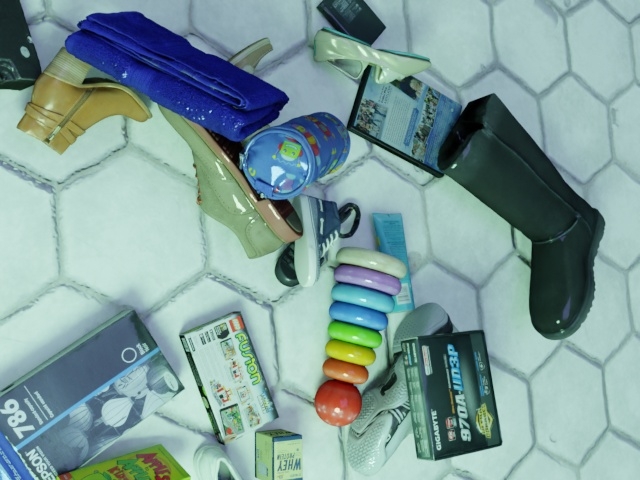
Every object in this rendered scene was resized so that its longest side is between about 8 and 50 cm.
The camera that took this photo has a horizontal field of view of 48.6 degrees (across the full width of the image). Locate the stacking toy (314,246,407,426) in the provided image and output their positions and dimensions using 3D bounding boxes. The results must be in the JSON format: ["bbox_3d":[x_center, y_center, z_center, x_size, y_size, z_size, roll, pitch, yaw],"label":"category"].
[{"bbox_3d":[0.059,0.184,1.337,0.141,0.141,0.330,20,80,-26],"label":"stacking toy"}]

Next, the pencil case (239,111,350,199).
[{"bbox_3d":[-0.035,-0.150,1.242,0.119,0.306,0.133,37,111,3],"label":"pencil case"}]

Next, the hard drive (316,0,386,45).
[{"bbox_3d":[0.066,-0.461,1.469,0.135,0.022,0.094,45,66,-17],"label":"hard drive"}]

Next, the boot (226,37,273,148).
[{"bbox_3d":[-0.130,-0.254,1.305,0.213,0.077,0.165,-47,106,-18],"label":"boot"}]

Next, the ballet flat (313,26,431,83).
[{"bbox_3d":[0.101,-0.359,1.432,0.249,0.086,0.086,13,78,-14],"label":"ballet flat"}]

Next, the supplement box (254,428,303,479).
[{"bbox_3d":[-0.075,0.383,1.257,0.056,0.083,0.083,2,83,-29],"label":"supplement box"}]

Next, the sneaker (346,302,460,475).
[{"bbox_3d":[0.208,0.321,1.390,0.210,0.137,0.365,38,64,-17],"label":"sneaker"}]

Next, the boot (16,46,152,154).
[{"bbox_3d":[-0.386,-0.204,1.165,0.197,0.073,0.152,32,86,-43],"label":"boot"}]

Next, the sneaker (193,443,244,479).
[{"bbox_3d":[-0.143,0.449,1.206,0.080,0.094,0.212,-34,101,-29],"label":"sneaker"}]

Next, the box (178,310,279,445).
[{"bbox_3d":[-0.160,0.241,1.253,0.114,0.036,0.206,-21,94,-29],"label":"box"}]

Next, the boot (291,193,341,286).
[{"bbox_3d":[0.000,0.000,1.313,0.086,0.069,0.189,8,61,-24],"label":"boot"}]

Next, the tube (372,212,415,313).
[{"bbox_3d":[0.151,0.044,1.446,0.080,0.052,0.206,0,79,-43],"label":"tube"}]

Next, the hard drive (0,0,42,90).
[{"bbox_3d":[-0.552,-0.390,1.025,0.237,0.064,0.338,-25,99,-67],"label":"hard drive"}]

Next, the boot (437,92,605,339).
[{"bbox_3d":[0.425,-0.048,1.533,0.445,0.146,0.366,41,54,-27],"label":"boot"}]

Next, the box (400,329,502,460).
[{"bbox_3d":[0.243,0.281,1.314,0.175,0.051,0.220,0,77,-33],"label":"box"}]

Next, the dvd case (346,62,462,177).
[{"bbox_3d":[0.184,-0.263,1.513,0.253,0.022,0.180,24,74,-25],"label":"dvd case"}]

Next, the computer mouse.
[{"bbox_3d":[-0.003,0.007,1.373,0.071,0.041,0.242,45,58,6],"label":"computer mouse"}]

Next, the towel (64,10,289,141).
[{"bbox_3d":[-0.215,-0.276,1.136,0.308,0.076,0.227,29,28,4],"label":"towel"}]

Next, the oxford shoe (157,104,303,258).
[{"bbox_3d":[-0.180,-0.109,1.224,0.130,0.123,0.348,-33,104,17],"label":"oxford shoe"}]

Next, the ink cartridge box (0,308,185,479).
[{"bbox_3d":[-0.393,0.264,1.107,0.333,0.065,0.165,-36,102,-27],"label":"ink cartridge box"}]

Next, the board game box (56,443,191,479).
[{"bbox_3d":[-0.303,0.380,1.095,0.181,0.092,0.043,-5,117,-46],"label":"board game box"}]
